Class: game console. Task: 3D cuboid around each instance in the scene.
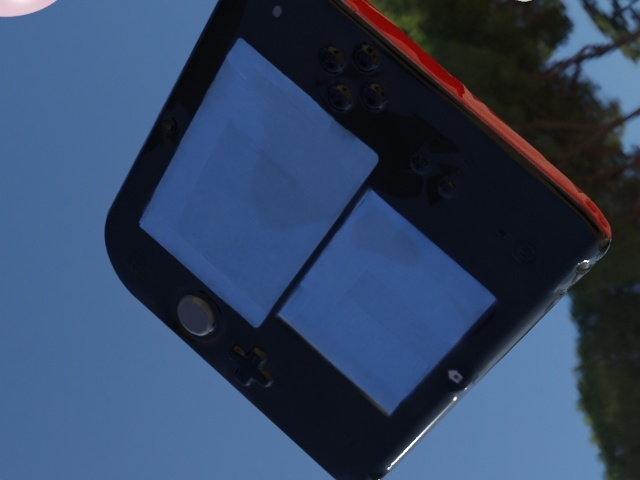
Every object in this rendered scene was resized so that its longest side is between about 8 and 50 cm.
[{"bbox_3d":[0.000,0.000,0.981,0.342,0.386,0.060,45,-138,10],"label":"game console"}]

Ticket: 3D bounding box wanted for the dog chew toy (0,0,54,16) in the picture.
[{"bbox_3d":[-0.327,-0.405,1.306,0.206,0.332,0.207,19,-137,-18],"label":"dog chew toy"}]
